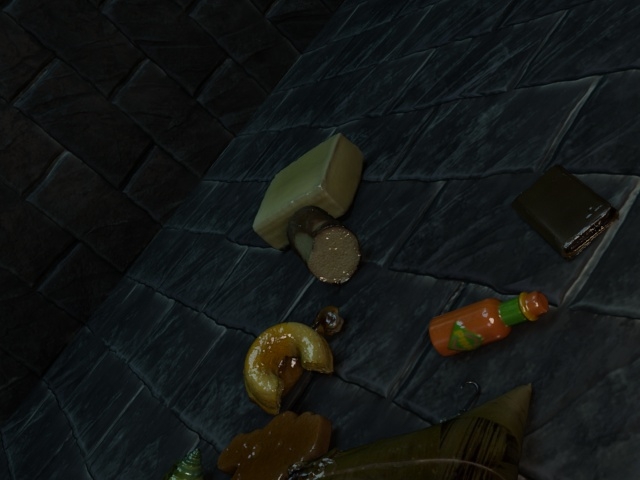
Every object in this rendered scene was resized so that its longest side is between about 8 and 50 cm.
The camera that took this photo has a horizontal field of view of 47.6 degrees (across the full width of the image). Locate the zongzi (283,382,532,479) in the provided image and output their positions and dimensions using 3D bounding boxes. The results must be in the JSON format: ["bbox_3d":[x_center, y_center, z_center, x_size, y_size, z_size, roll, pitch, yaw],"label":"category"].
[{"bbox_3d":[0.116,0.275,0.926,0.274,0.145,0.300,8,41,20],"label":"zongzi"}]

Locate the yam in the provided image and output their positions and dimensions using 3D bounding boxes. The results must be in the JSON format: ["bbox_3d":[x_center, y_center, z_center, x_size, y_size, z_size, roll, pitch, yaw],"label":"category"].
[{"bbox_3d":[0.002,0.001,1.637,0.129,0.128,0.238,-48,23,3],"label":"yam"}]

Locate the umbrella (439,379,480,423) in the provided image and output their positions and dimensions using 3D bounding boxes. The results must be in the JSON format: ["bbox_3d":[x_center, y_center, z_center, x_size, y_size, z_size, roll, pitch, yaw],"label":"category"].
[{"bbox_3d":[0.158,0.298,0.994,0.044,0.044,0.269,23,58,26],"label":"umbrella"}]

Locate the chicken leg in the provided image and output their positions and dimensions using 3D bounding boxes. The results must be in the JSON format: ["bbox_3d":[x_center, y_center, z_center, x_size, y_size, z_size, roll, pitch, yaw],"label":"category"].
[{"bbox_3d":[-0.051,0.227,1.444,0.251,0.087,0.107,-42,56,-3],"label":"chicken leg"}]

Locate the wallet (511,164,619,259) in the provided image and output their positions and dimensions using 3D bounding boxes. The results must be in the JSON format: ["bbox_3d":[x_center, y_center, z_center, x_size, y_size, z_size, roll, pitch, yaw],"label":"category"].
[{"bbox_3d":[0.389,-0.050,1.170,0.110,0.031,0.198,-42,24,11],"label":"wallet"}]

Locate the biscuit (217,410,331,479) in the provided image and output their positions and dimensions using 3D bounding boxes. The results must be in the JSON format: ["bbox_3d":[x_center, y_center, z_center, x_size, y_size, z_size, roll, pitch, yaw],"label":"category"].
[{"bbox_3d":[-0.091,0.394,1.288,0.295,0.044,0.186,-31,31,36],"label":"biscuit"}]

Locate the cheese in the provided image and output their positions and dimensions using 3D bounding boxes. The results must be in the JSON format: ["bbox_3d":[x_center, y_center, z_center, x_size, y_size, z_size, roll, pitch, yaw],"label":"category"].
[{"bbox_3d":[-0.030,-0.126,1.902,0.265,0.124,0.242,-29,26,39],"label":"cheese"}]

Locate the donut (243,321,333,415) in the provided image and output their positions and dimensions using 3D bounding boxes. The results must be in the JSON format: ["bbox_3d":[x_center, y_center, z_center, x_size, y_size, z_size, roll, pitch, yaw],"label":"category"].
[{"bbox_3d":[-0.072,0.225,1.364,0.181,0.078,0.146,-35,65,-7],"label":"donut"}]

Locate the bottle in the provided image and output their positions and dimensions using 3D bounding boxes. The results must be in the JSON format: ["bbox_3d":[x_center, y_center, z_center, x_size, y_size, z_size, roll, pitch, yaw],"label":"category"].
[{"bbox_3d":[0.253,0.120,1.091,0.187,0.069,0.069,-29,29,38],"label":"bottle"}]

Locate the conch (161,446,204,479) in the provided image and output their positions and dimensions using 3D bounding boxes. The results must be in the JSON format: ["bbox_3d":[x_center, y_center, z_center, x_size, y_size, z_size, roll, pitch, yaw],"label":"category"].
[{"bbox_3d":[-0.284,0.495,1.436,0.200,0.079,0.095,-50,3,17],"label":"conch"}]
